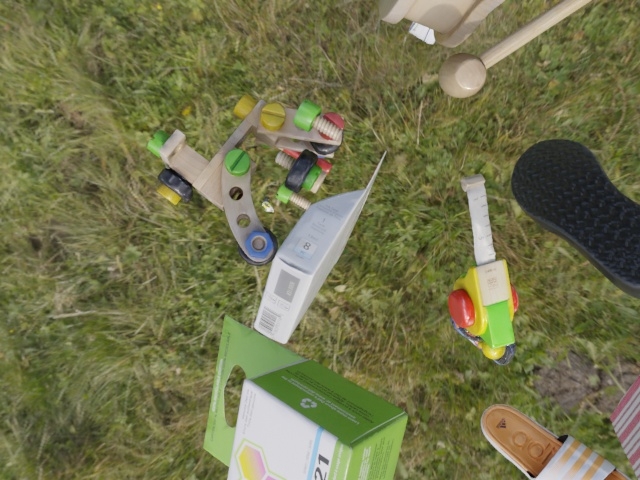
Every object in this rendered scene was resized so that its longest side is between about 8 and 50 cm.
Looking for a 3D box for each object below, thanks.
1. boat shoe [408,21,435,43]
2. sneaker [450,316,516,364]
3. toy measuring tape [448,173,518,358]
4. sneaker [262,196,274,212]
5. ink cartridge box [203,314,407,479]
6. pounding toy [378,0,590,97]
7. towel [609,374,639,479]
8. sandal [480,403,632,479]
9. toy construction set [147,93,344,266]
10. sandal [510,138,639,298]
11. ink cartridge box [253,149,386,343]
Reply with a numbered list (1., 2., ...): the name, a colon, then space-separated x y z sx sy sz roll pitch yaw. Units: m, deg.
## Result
1. boat shoe: 0.258 -0.544 1.294 0.075 0.226 0.083 19 52 0
2. sneaker: 0.434 0.251 1.533 0.221 0.087 0.083 40 85 -16
3. toy measuring tape: 0.276 0.049 1.024 0.121 0.121 0.331 -11 97 13
4. sneaker: -0.169 -0.119 1.903 0.031 0.083 0.035 7 72 8
5. ink cartridge box: -0.058 0.212 0.585 0.255 0.097 0.189 21 107 36
6. pounding toy: 0.155 -0.255 0.526 0.154 0.154 0.270 18 95 -12
7. towel: 0.625 0.360 1.090 0.029 0.197 0.144 13 122 -3
8. sandal: 0.362 0.347 0.912 0.265 0.076 0.102 29 75 41
9. toy construction set: -0.112 -0.132 0.876 0.237 0.309 0.258 30 106 0
10. sandal: 0.498 -0.039 1.068 0.167 0.446 0.107 -33 128 11
11. ink cartridge box: 0.000 0.000 1.258 0.091 0.308 0.385 28 54 5
